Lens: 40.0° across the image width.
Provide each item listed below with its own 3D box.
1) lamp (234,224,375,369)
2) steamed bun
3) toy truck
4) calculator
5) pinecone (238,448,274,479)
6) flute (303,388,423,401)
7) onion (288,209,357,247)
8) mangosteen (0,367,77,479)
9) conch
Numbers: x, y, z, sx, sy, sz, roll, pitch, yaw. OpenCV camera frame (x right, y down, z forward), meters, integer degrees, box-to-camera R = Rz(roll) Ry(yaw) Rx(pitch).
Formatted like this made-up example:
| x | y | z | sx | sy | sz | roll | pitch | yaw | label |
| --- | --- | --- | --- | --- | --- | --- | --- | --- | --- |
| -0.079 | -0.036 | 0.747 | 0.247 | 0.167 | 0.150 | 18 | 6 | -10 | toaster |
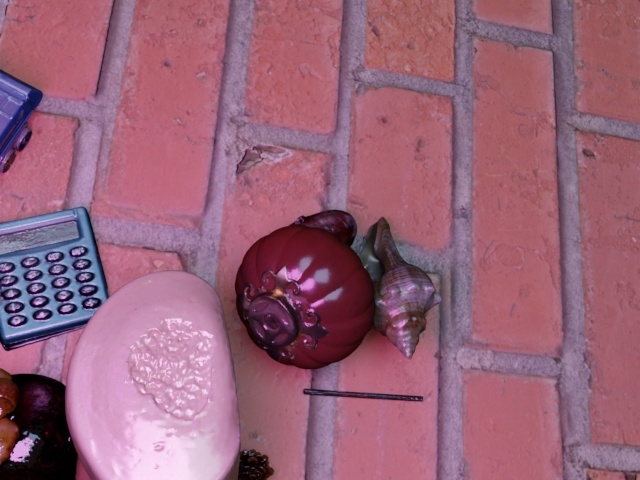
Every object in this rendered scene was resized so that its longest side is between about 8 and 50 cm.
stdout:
| x | y | z | sx | sy | sz | roll | pitch | yaw | label |
| --- | --- | --- | --- | --- | --- | --- | --- | --- | --- |
| -0.033 | 0.115 | 1.803 | 0.303 | 0.303 | 0.257 | 47 | 39 | 6 | lamp |
| -0.308 | 0.318 | 1.619 | 0.290 | 0.371 | 0.455 | -6 | 58 | -11 | steamed bun |
| -0.721 | -0.198 | 1.822 | 0.146 | 0.175 | 0.367 | 27 | 67 | -5 | toy truck |
| -0.577 | 0.070 | 1.818 | 0.248 | 0.058 | 0.274 | -13 | 75 | -17 | calculator |
| -0.141 | 0.477 | 1.748 | 0.102 | 0.102 | 0.109 | 14 | 32 | -8 | pinecone |
| 0.093 | 0.334 | 1.902 | 0.270 | 0.014 | 0.014 | 5 | 69 | -11 | flute |
| 0.000 | 0.000 | 1.960 | 0.206 | 0.098 | 0.151 | -33 | 79 | -23 | onion |
| -0.557 | 0.356 | 1.588 | 0.233 | 0.287 | 0.287 | 5 | 69 | -3 | mangosteen |
| 0.154 | 0.114 | 1.932 | 0.203 | 0.169 | 0.386 | -18 | 32 | 5 | conch |
